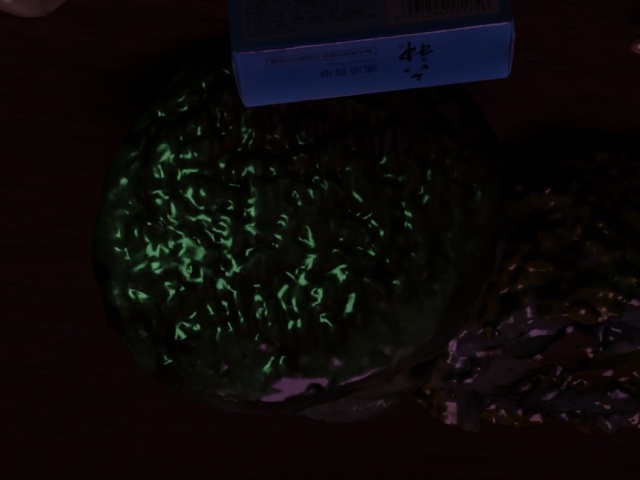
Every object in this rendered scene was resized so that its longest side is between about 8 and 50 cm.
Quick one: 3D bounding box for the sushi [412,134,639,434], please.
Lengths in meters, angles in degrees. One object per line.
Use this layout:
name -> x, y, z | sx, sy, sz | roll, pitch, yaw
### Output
sushi -> 0.293, 0.071, 1.606 | 0.396, 0.240, 0.351 | 9, 145, -28

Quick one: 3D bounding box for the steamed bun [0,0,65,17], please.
steamed bun -> -0.175, -0.308, 0.916 | 0.324, 0.230, 0.372 | 18, 140, -39

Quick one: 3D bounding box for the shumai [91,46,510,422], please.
shumai -> 0.000, 0.000, 1.419 | 0.395, 0.395, 0.348 | -10, 169, 8

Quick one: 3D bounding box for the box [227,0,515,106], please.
box -> 0.039, -0.203, 1.200 | 0.232, 0.143, 0.083 | -7, 150, 2

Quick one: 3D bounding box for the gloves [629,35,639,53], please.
gloves -> 0.384, -0.191, 1.334 | 0.180, 0.106, 0.129 | 10, 172, 9
